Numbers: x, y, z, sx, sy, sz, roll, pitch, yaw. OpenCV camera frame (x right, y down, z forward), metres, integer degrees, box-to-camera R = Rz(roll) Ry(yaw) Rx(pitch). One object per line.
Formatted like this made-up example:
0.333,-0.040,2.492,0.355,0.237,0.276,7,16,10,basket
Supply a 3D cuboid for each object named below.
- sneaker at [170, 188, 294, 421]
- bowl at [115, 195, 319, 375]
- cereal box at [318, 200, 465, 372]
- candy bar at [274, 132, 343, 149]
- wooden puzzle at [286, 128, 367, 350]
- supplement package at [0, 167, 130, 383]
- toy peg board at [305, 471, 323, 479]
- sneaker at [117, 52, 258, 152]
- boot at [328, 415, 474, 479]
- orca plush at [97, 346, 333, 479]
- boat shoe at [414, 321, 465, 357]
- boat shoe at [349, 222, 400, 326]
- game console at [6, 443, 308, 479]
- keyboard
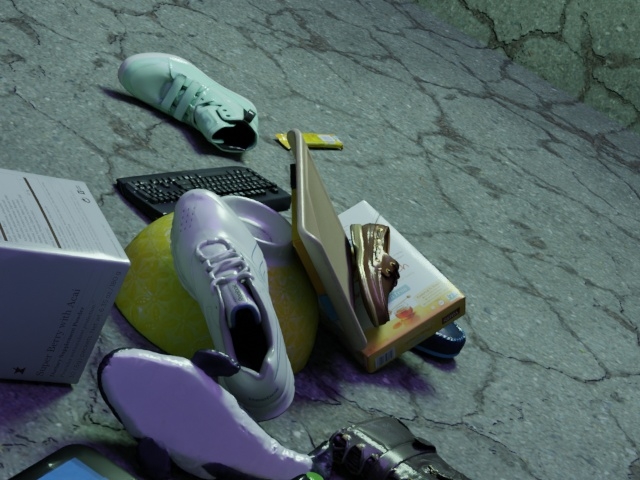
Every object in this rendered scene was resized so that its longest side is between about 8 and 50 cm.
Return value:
-0.099,0.060,1.649,0.111,0.129,0.297,-20,68,-11,sneaker
-0.115,0.036,1.828,0.289,0.156,0.289,22,24,-10,bowl
0.066,0.061,1.990,0.173,0.047,0.240,-31,53,-20,cereal box
-0.016,-0.180,2.541,0.161,0.018,0.040,-3,41,-50,candy bar
0.000,0.000,1.862,0.044,0.221,0.238,-18,40,7,wooden puzzle
-0.391,0.030,1.523,0.293,0.177,0.175,8,30,-35,supplement package
-0.023,0.305,1.428,0.161,0.079,0.161,5,22,-46,toy peg board
-0.212,-0.230,2.334,0.256,0.094,0.151,21,18,-18,sneaker
0.098,0.296,1.626,0.229,0.091,0.263,31,19,23,boot
-0.123,0.198,1.560,0.287,0.151,0.102,16,-5,-18,orca plush
0.108,0.074,2.062,0.258,0.089,0.109,34,25,16,boat shoe
0.080,0.041,1.930,0.060,0.064,0.178,-10,46,2,boat shoe
-0.195,0.257,1.259,0.173,0.250,0.293,57,34,3,game console
-0.148,-0.055,2.136,0.201,0.033,0.317,39,27,24,keyboard
